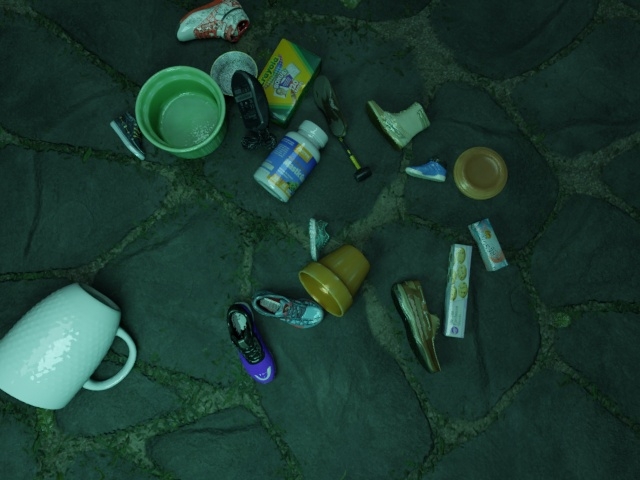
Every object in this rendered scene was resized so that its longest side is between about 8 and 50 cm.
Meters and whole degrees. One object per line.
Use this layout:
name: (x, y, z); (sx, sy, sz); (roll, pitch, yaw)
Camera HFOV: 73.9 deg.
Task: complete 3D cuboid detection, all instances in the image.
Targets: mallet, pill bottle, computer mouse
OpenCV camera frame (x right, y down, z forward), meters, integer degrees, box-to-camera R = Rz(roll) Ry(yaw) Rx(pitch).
mallet: (0.109, -0.297, 1.557); (0.062, 0.039, 0.190); (-37, 82, -8)
pill bottle: (-0.096, -0.282, 1.491); (0.152, 0.152, 0.272); (37, 85, 3)
computer mouse: (-0.228, -0.451, 1.471); (0.072, 0.188, 0.272); (-33, 119, -39)

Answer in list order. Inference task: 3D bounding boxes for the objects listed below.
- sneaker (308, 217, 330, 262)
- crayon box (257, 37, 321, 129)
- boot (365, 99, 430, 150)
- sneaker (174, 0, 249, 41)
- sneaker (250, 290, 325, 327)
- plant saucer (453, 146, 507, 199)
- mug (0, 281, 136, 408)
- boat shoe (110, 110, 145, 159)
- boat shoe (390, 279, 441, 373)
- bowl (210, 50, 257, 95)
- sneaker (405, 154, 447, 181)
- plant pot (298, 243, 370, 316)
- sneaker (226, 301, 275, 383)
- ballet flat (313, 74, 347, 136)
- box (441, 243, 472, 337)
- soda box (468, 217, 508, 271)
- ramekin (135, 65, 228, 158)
sneaker: (0.000, 0.000, 1.509); (0.076, 0.065, 0.167); (-3, 85, -5)
crayon box: (-0.132, -0.572, 1.557); (0.165, 0.081, 0.278); (29, 84, 3)
boot: (0.282, -0.458, 1.555); (0.165, 0.077, 0.213); (-39, 91, -4)
sneaker: (-0.395, -0.787, 1.573); (0.270, 0.090, 0.145); (-35, 83, -7)
sneaker: (-0.114, 0.241, 1.446); (0.261, 0.125, 0.104); (11, 84, 0)
plant saucer: (0.589, -0.249, 1.557); (0.199, 0.037, 0.200); (0, 84, -1)
mug: (-0.784, 0.341, 1.377); (0.374, 0.276, 0.328); (43, 76, -27)
boat shoe: (-0.674, -0.382, 1.536); (0.083, 0.065, 0.183); (-39, 85, -3)
boat shoe: (0.350, 0.286, 1.454); (0.119, 0.122, 0.324); (-20, 85, -6)
bowl: (-0.308, -0.592, 1.556); (0.170, 0.080, 0.170); (0, 82, 2)
sneaker: (0.386, -0.270, 1.543); (0.152, 0.058, 0.085); (11, 89, -4)
plant pot: (0.062, 0.120, 1.439); (0.188, 0.205, 0.205); (-42, 86, -20)
sneaker: (-0.244, 0.349, 1.422); (0.102, 0.146, 0.293); (-26, 84, -3)
ballet flat: (0.042, -0.493, 1.570); (0.084, 0.058, 0.250); (-29, 77, 32)
box: (0.479, 0.174, 1.494); (0.067, 0.063, 0.324); (8, 84, 1)
soda box: (0.595, 0.017, 1.514); (0.058, 0.063, 0.183); (-22, 85, -4)
ramekin: (-0.474, -0.438, 1.504); (0.303, 0.148, 0.304); (0, 84, -1)
